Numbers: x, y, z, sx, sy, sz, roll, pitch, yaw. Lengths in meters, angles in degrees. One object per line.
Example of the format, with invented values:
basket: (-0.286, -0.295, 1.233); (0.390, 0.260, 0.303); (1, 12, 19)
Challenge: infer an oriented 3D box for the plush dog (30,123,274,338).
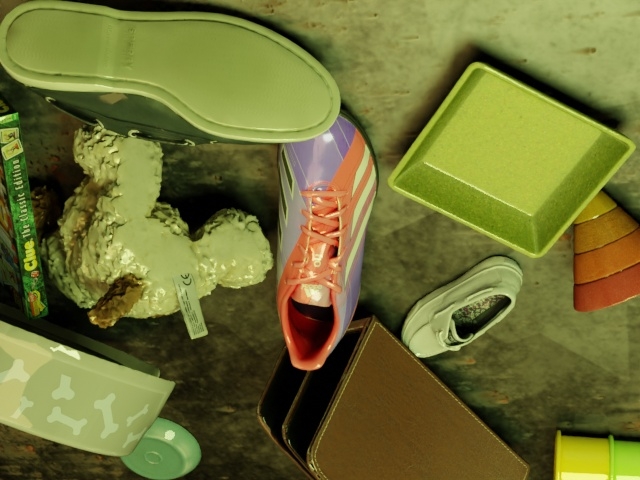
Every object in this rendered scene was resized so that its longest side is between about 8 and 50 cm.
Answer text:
plush dog: (-0.216, 0.022, 1.685); (0.262, 0.211, 0.225); (37, 155, -18)

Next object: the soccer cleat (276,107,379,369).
soccer cleat: (0.000, 0.000, 1.642); (0.108, 0.116, 0.318); (7, 133, 5)

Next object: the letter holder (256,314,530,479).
letter holder: (0.070, 0.272, 1.786); (0.152, 0.214, 0.302); (-18, 127, 46)

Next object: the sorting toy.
sorting toy: (0.397, -0.048, 1.544); (0.365, 0.127, 0.126); (-24, 93, 26)

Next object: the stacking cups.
stacking cups: (0.434, 0.280, 1.814); (0.316, 0.096, 0.096); (2, 132, 10)

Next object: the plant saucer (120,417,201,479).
plant saucer: (-0.216, 0.276, 2.006); (0.119, 0.021, 0.119); (7, 132, 7)

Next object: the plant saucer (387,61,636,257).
plant saucer: (0.192, -0.089, 1.567); (0.188, 0.045, 0.188); (26, 131, -11)

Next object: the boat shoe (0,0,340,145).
boat shoe: (-0.151, -0.153, 1.547); (0.340, 0.127, 0.113); (7, 162, -3)

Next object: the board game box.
board game box: (-0.343, -0.053, 1.654); (0.030, 0.136, 0.260); (-18, 129, -22)

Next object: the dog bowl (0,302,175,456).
dog bowl: (-0.334, 0.138, 1.709); (0.348, 0.102, 0.349); (23, 176, 2)

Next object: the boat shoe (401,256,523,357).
boat shoe: (0.156, 0.089, 1.724); (0.066, 0.063, 0.184); (40, 128, -22)
